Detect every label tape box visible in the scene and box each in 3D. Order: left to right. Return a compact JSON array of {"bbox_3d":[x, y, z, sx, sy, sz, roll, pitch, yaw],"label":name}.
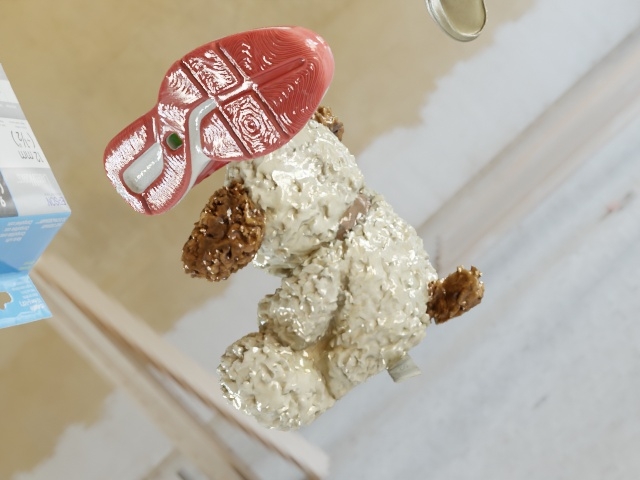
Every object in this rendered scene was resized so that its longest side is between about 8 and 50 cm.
[{"bbox_3d":[-0.439,-0.064,2.032,0.115,0.348,0.249,-30,-5,15],"label":"label tape box"}]

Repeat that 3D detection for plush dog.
[{"bbox_3d":[0.000,0.000,1.345,0.210,0.225,0.262,-24,21,37],"label":"plush dog"}]

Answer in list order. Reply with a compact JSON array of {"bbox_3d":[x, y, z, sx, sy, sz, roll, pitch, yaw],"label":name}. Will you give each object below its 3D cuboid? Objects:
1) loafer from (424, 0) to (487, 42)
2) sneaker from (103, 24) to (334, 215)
[{"bbox_3d":[0.130,-0.263,1.562,0.056,0.148,0.050,-35,25,-16],"label":"loafer"},{"bbox_3d":[-0.050,-0.105,1.063,0.221,0.087,0.128,-24,15,44],"label":"sneaker"}]
